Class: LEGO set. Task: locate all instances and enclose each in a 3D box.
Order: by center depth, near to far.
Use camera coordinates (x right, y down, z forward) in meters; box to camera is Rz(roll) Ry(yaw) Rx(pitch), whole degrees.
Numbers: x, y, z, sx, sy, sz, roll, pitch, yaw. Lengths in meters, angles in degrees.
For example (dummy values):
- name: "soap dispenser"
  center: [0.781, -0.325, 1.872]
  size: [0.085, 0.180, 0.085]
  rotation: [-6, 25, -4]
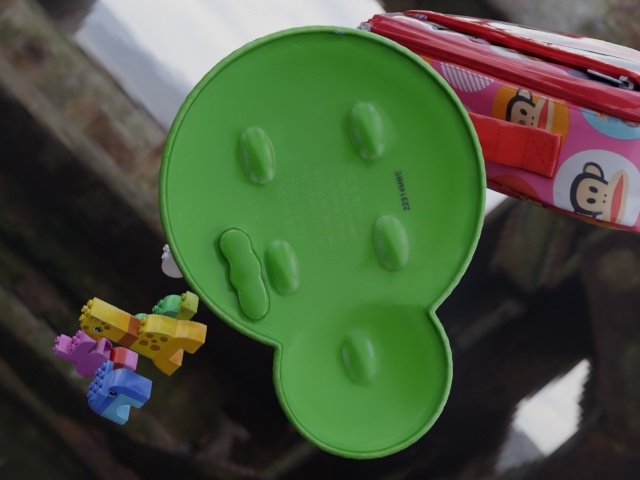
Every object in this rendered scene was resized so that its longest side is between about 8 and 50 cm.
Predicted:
- name: "LEGO set"
  center: [-0.165, 0.074, 1.362]
  size: [0.093, 0.227, 0.087]
  rotation: [28, 40, -22]

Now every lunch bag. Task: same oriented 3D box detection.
- name: "lunch bag"
  center: [0.163, -0.088, 1.199]
  size: [0.258, 0.120, 0.293]
  rotation: [0, 19, -44]

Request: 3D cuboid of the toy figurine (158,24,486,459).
- name: "toy figurine"
  center: [0.000, 0.000, 0.715]
  size: [0.159, 0.130, 0.173]
  rotation: [-168, -116, -85]
